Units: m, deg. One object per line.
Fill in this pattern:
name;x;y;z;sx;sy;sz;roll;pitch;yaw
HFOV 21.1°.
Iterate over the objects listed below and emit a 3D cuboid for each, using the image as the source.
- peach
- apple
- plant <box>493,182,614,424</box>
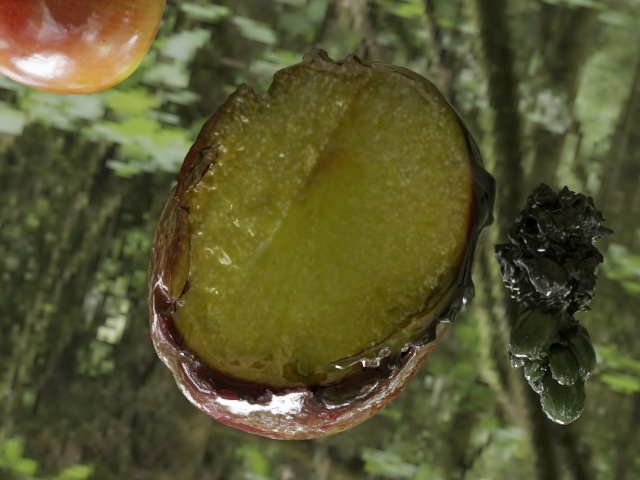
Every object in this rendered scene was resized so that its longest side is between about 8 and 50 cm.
peach;0.000;0.000;1.851;0.339;0.416;0.353;35;-148;-2
apple;-0.186;-0.187;1.229;0.139;0.163;0.163;12;-174;-23
plant;0.168;0.044;1.240;0.087;0.174;0.085;0;-171;7
